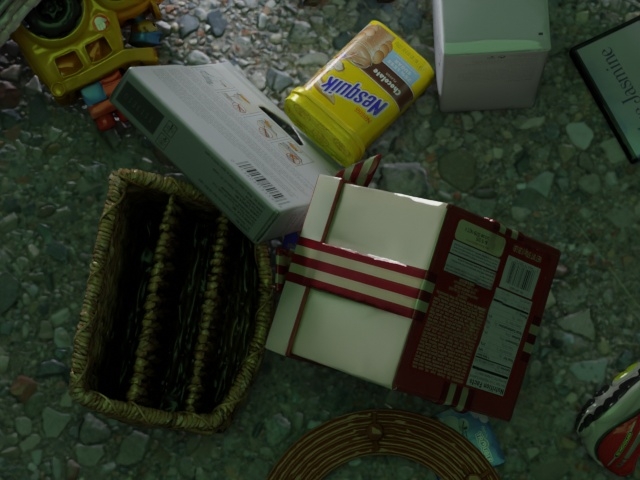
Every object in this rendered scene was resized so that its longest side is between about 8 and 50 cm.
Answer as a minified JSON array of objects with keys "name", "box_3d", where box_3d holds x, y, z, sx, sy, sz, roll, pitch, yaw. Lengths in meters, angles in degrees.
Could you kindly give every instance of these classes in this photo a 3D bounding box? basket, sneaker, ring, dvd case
[{"name":"basket","box_3d":[-0.169,0.087,1.713,0.213,0.223,0.299,10,77,5]},{"name":"sneaker","box_3d":[0.451,0.191,1.740,0.279,0.107,0.118,-38,97,-3]},{"name":"ring","box_3d":[0.077,0.378,1.720,0.336,0.032,0.337,-1,81,6]},{"name":"dvd case","box_3d":[0.488,-0.235,1.860,0.253,0.022,0.180,-26,77,-3]}]

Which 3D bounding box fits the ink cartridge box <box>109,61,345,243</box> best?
[{"name":"ink cartridge box","box_3d":[-0.104,-0.122,1.774,0.275,0.239,0.060,44,114,14]}]

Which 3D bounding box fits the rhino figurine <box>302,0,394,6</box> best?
[{"name":"rhino figurine","box_3d":[-0.017,-0.380,1.891,0.243,0.073,0.106,-1,81,4]}]

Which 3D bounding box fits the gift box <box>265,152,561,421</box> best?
[{"name":"gift box","box_3d":[0.114,0.052,1.665,0.258,0.255,0.276,13,80,48]}]

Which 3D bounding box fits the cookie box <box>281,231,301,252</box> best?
[{"name":"cookie box","box_3d":[0.000,0.000,1.817,0.092,0.040,0.107,14,78,5]}]

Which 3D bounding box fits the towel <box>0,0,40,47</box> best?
[{"name":"towel","box_3d":[-0.440,-0.364,1.825,0.332,0.053,0.317,-51,38,-10]}]

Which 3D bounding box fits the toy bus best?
[{"name":"toy bus","box_3d":[-0.286,-0.263,1.848,0.220,0.149,0.211,-28,90,-7]}]

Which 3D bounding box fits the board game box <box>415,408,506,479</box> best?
[{"name":"board game box","box_3d":[0.179,0.259,1.760,0.090,0.020,0.090,-22,78,-3]}]

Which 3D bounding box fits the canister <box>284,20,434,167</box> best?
[{"name":"canister","box_3d":[0.054,-0.198,1.835,0.126,0.073,0.170,42,73,10]}]

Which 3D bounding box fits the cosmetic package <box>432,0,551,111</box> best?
[{"name":"cosmetic package","box_3d":[0.215,-0.308,1.785,0.138,0.225,0.224,-3,77,4]}]
